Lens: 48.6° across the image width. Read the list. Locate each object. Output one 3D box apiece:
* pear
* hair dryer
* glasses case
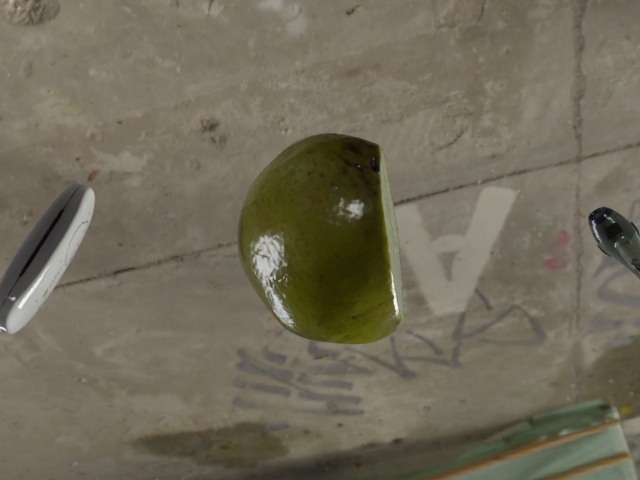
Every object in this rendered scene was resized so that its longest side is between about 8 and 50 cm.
[{"bbox_3d":[0.000,0.000,0.469,0.104,0.141,0.141,-3,142,9],"label":"pear"},{"bbox_3d":[0.517,0.043,1.136,0.167,0.199,0.067,39,111,-25],"label":"hair dryer"},{"bbox_3d":[-0.319,0.018,0.823,0.049,0.197,0.076,24,149,-3],"label":"glasses case"}]
